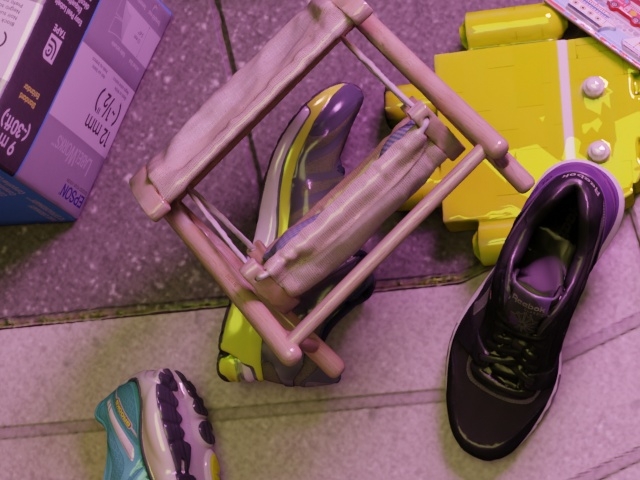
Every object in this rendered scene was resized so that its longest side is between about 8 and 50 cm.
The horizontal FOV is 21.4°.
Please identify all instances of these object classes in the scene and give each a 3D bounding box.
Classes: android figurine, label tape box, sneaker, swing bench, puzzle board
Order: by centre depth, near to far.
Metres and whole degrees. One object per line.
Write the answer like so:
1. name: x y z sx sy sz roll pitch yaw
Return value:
1. swing bench: -0.002 -0.062 1.437 0.253 0.165 0.255 -45 73 4
2. sneaker: 0.170 0.064 1.467 0.107 0.124 0.283 21 102 12
3. sneaker: -0.144 0.257 1.556 0.110 0.107 0.275 -23 66 27
4. android figurine: 0.195 -0.099 1.570 0.272 0.056 0.248 -4 76 14
5. puzzle board: 0.286 -0.212 1.572 0.128 0.011 0.096 39 56 20
6. sneaker: 0.000 0.000 1.576 0.121 0.111 0.300 15 86 7
7. label tape box: -0.288 -0.119 1.586 0.115 0.249 0.348 19 82 17
